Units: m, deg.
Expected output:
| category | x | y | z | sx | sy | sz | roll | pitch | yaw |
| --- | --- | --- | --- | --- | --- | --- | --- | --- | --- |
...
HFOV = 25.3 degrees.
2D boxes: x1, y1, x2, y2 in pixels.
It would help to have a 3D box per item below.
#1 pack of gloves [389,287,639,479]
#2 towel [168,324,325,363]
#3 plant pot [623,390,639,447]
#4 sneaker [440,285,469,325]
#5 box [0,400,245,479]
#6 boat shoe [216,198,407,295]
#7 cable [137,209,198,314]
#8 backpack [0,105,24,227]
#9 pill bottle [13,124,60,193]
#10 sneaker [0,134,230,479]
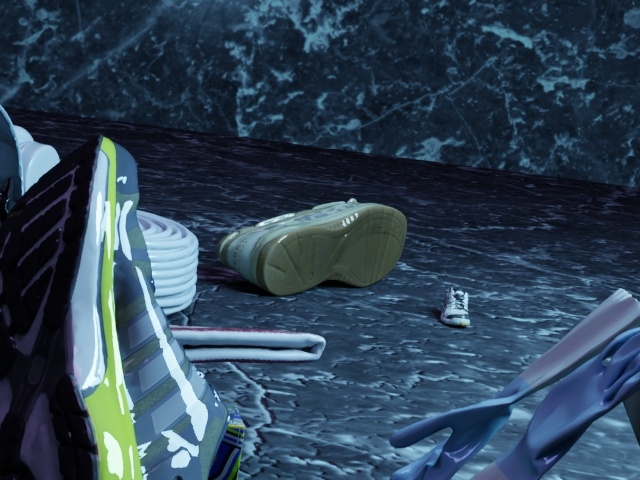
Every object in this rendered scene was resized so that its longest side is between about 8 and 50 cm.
| category | x | y | z | sx | sy | sz | roll | pitch | yaw |
| --- | --- | --- | --- | --- | --- | --- | --- | --- | --- |
| pack of gloves | 0.113 | 0.105 | 0.885 | 0.046 | 0.232 | 0.195 | 49 | 1 | -4 |
| towel | -0.179 | 0.078 | 1.040 | 0.237 | 0.037 | 0.329 | 2 | -3 | -32 |
| plant pot | 0.298 | 0.124 | 0.875 | 0.191 | 0.284 | 0.284 | -22 | 5 | 10 |
| sneaker | 0.152 | 0.073 | 1.605 | 0.032 | 0.037 | 0.083 | 10 | 11 | -6 |
| box | -0.138 | 0.131 | 0.938 | 0.169 | 0.054 | 0.059 | 6 | 9 | -11 |
| boat shoe | 0.000 | 0.000 | 1.694 | 0.089 | 0.104 | 0.285 | 19 | 14 | 35 |
| cable | -0.250 | 0.014 | 1.424 | 0.257 | 0.089 | 0.257 | 3 | 11 | -31 |
| backpack | -0.370 | -0.037 | 1.199 | 0.191 | 0.225 | 0.253 | -4 | -8 | 30 |
| pill bottle | -0.449 | -0.100 | 1.837 | 0.215 | 0.117 | 0.117 | 12 | 10 | 19 |
| sneaker | -0.120 | 0.074 | 0.818 | 0.111 | 0.300 | 0.121 | -29 | -38 | 33 |
